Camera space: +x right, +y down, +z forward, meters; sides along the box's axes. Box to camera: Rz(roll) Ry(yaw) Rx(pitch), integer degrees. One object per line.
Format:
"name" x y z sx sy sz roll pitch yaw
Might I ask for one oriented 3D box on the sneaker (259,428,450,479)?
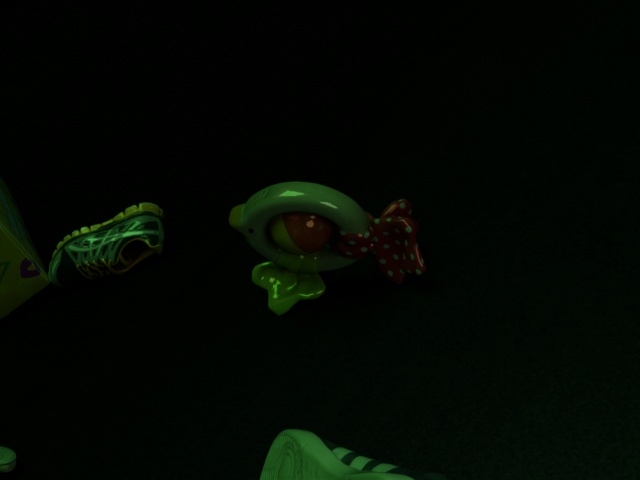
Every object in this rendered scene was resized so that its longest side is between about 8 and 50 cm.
"sneaker" 0.050 0.268 0.960 0.350 0.148 0.131 1 75 66

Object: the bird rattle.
"bird rattle" 0.000 0.000 1.281 0.253 0.207 0.143 -10 55 40

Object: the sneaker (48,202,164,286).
"sneaker" -0.341 0.020 1.599 0.215 0.084 0.083 -30 53 11

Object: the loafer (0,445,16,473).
"loafer" -0.452 0.298 1.348 0.125 0.039 0.045 4 12 36

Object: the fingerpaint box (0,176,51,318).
"fingerpaint box" -0.703 0.035 1.743 0.371 0.163 0.445 -36 34 -6
